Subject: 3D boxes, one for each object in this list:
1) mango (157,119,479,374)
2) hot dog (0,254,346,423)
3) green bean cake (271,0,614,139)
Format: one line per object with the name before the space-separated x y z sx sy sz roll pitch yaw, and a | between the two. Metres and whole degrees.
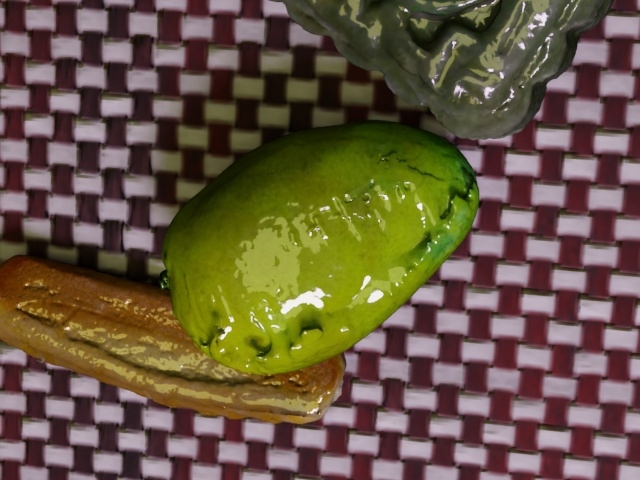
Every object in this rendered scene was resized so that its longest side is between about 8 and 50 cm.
mango | 0.000 0.000 0.714 0.178 0.100 0.119 -25 85 8
hot dog | -0.091 0.062 0.771 0.216 0.047 0.066 13 66 7
green bean cake | 0.067 -0.166 0.679 0.185 0.094 0.183 37 106 7
